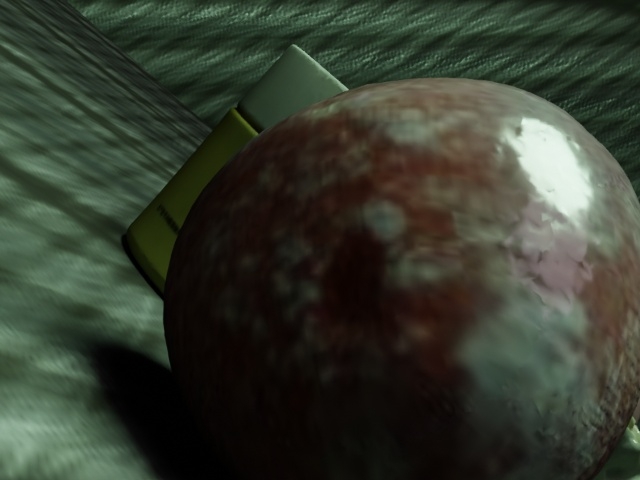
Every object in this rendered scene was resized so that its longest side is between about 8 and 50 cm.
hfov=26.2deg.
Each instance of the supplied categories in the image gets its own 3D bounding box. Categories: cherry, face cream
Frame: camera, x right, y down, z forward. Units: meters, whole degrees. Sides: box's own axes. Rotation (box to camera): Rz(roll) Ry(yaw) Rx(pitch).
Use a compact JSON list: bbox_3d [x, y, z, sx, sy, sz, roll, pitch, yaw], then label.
[{"bbox_3d":[0.045,0.031,0.667,0.213,0.236,0.285,41,22,-35],"label":"cherry"},{"bbox_3d":[0.000,0.000,0.970,0.218,0.179,0.218,42,4,-3],"label":"face cream"}]

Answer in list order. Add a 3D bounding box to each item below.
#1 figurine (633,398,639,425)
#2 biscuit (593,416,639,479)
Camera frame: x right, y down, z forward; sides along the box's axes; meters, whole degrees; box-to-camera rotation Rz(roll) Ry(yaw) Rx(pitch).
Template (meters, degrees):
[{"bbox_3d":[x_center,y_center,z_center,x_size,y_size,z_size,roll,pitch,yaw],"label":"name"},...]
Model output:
[{"bbox_3d":[0.160,0.123,1.205,0.269,0.261,0.211,47,-22,61],"label":"figurine"},{"bbox_3d":[0.183,0.209,0.787,0.179,0.084,0.281,55,12,-79],"label":"biscuit"}]
